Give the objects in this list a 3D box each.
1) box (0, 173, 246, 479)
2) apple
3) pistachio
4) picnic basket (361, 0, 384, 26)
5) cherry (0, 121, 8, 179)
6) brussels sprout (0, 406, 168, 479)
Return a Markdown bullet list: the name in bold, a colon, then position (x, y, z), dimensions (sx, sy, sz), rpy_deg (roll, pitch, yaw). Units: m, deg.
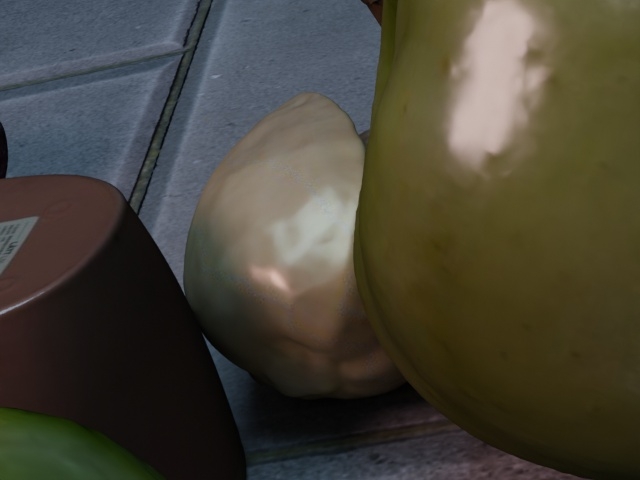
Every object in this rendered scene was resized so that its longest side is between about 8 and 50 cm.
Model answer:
- **box**: position (-0.214, 0.100, 1.050), dimensions (0.301, 0.216, 0.301), rpy_deg (-14, 24, 6)
- **apple**: position (0.229, -0.077, 0.924), dimensions (0.474, 0.473, 0.473), rpy_deg (-12, 25, 6)
- **pistachio**: position (0.000, 0.000, 1.171), dimensions (0.187, 0.187, 0.299), rpy_deg (-12, 27, 4)
- **picnic basket**: position (0.225, -0.188, 1.305), dimensions (0.254, 0.291, 0.321), rpy_deg (-10, 31, 44)
- **cherry**: position (-0.388, -0.067, 1.537), dimensions (0.195, 0.195, 0.195), rpy_deg (-12, 25, 6)
- **brussels sprout**: position (-0.126, 0.226, 0.659), dimensions (0.247, 0.328, 0.328), rpy_deg (-24, 17, 34)
